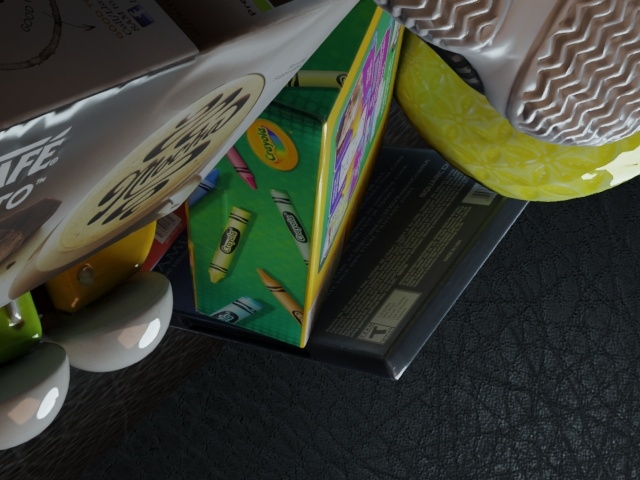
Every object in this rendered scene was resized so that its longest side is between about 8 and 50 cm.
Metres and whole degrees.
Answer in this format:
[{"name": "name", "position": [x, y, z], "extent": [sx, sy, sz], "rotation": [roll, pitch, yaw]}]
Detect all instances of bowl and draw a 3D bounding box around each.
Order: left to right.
[{"name": "bowl", "position": [0.124, -0.184, 0.851], "extent": [0.156, 0.289, 0.289], "rotation": [22, 123, -42]}]

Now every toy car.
[{"name": "toy car", "position": [-0.176, 0.009, 0.702], "extent": [0.136, 0.159, 0.182], "rotation": [1, -154, 39]}]

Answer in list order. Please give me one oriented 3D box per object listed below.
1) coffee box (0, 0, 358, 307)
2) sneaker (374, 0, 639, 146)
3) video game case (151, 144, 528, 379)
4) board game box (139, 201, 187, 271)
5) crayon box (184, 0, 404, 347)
[{"name": "coffee box", "position": [-0.133, -0.054, 0.499], "extent": [0.168, 0.119, 0.297], "rotation": [-45, 174, 35]}, {"name": "sneaker", "position": [-0.002, -0.180, 0.426], "extent": [0.137, 0.210, 0.366], "rotation": [-44, 140, 9]}, {"name": "video game case", "position": [0.000, 0.000, 0.976], "extent": [0.274, 0.026, 0.196], "rotation": [8, -131, 44]}, {"name": "board game box", "position": [-0.085, -0.047, 0.960], "extent": [0.145, 0.027, 0.281], "rotation": [-47, -172, 33]}, {"name": "crayon box", "position": [-0.013, -0.072, 0.793], "extent": [0.278, 0.081, 0.165], "rotation": [96, 14, -62]}]
